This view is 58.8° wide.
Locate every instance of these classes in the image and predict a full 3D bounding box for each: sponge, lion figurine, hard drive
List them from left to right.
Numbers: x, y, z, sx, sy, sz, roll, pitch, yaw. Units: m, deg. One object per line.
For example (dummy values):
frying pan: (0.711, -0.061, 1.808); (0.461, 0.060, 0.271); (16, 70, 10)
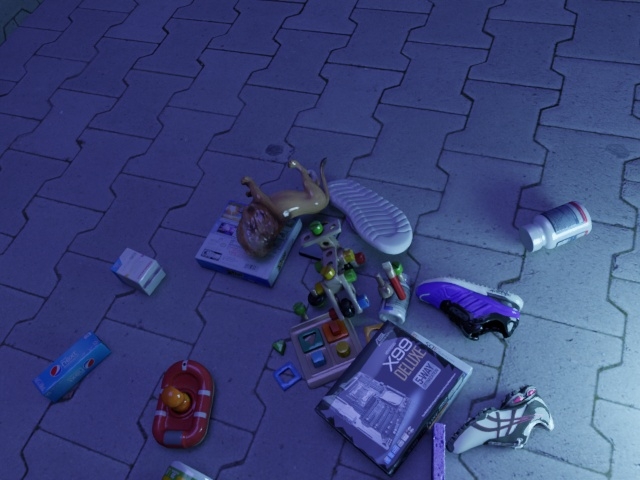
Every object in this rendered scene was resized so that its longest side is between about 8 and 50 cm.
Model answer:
lion figurine: (-0.099, -0.113, 1.774); (0.392, 0.142, 0.240); (-26, 63, -13)
hard drive: (0.000, 0.000, 1.818); (0.094, 0.022, 0.135); (16, 61, 20)
sponge: (0.277, 0.549, 1.337); (0.031, 0.117, 0.210); (2, 57, 10)

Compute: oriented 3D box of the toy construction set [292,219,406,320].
toy construction set: (0.068, 0.065, 1.579); (0.308, 0.237, 0.257); (-2, 43, 35)

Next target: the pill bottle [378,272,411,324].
pill bottle: (0.217, 0.165, 1.632); (0.078, 0.078, 0.137); (9, 59, 16)

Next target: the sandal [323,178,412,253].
sandal: (0.152, -0.068, 1.797); (0.169, 0.102, 0.416); (-17, 41, -19)

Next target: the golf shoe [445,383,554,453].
golf shoe: (0.436, 0.459, 1.380); (0.272, 0.105, 0.120); (-27, 63, -7)

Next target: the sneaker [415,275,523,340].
sneaker: (0.398, 0.195, 1.562); (0.293, 0.102, 0.146); (11, 60, 17)

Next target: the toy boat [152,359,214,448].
toy boat: (-0.378, 0.429, 1.523); (0.150, 0.151, 0.231); (-2, 56, 9)

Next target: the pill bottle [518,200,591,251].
pill bottle: (0.682, -0.037, 1.660); (0.180, 0.108, 0.108); (-21, 55, -4)

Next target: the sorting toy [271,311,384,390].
sorting toy: (0.020, 0.294, 1.602); (0.347, 0.047, 0.196); (-22, 55, -4)

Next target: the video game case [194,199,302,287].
video game case: (-0.229, 0.005, 1.834); (0.269, 0.061, 0.244); (15, 61, 20)

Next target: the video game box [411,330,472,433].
video game box: (0.268, 0.370, 1.503); (0.187, 0.048, 0.205); (29, 66, 29)

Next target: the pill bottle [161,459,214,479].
pill bottle: (-0.360, 0.674, 1.363); (0.136, 0.136, 0.246); (17, 61, 21)

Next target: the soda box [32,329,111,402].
soda box: (-0.732, 0.372, 1.678); (0.067, 0.071, 0.210); (36, 69, 30)

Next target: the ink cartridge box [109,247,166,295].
ink cartridge box: (-0.576, 0.103, 1.818); (0.143, 0.090, 0.092); (22, 63, 22)

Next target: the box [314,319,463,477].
box: (0.174, 0.390, 1.435); (0.242, 0.076, 0.307); (34, 73, 29)
